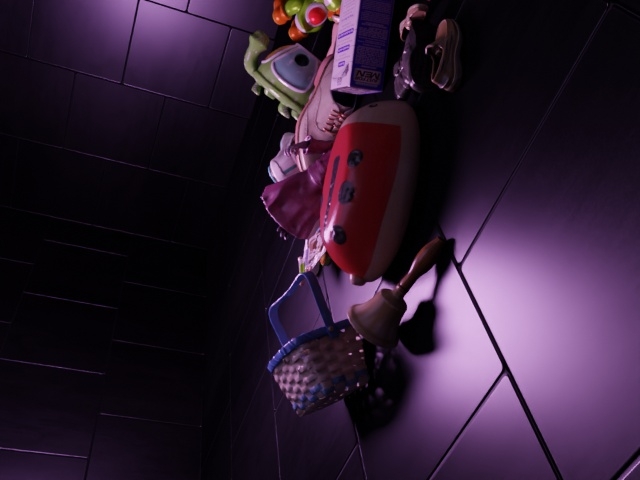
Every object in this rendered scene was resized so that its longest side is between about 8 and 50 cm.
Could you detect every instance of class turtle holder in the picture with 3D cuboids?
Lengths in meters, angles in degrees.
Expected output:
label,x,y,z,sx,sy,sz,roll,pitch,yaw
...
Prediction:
label,x,y,z,sx,sy,sz,roll,pitch,yaw
turtle holder,-0.119,-0.602,2.386,0.320,0.243,0.227,46,106,27

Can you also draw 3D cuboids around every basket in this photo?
label,x,y,z,sx,sy,sz,roll,pitch,yaw
basket,-0.024,0.244,1.543,0.288,0.201,0.255,63,148,15

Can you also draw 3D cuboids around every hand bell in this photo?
label,x,y,z,sx,sy,sz,roll,pitch,yaw
hand bell,0.169,0.087,1.308,0.242,0.126,0.126,-56,24,23

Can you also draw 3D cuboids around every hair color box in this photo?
label,x,y,z,sx,sy,sz,roll,pitch,yaw
hair color box,0.120,-0.588,1.841,0.185,0.110,0.338,-147,64,-72

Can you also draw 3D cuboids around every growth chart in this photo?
label,x,y,z,sx,sy,sz,roll,pitch,yaw
growth chart,0.000,0.000,1.873,0.237,0.021,0.172,-57,18,17

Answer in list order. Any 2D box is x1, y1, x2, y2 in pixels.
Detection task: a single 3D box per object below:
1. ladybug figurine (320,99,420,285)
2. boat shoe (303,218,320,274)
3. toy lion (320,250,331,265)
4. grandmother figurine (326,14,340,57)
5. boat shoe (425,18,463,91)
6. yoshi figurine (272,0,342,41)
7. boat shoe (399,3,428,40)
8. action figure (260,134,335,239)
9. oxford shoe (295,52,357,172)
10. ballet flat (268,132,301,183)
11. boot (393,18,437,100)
label,x,y,z,sx,sy,sz,roll,pitch,yaw
ladybug figurine,0.103,-0.120,1.523,0.305,0.162,0.449,155,126,-69
boat shoe,-0.020,0.018,2.002,0.063,0.066,0.184,-149,63,-71
toy lion,0.020,0.028,1.914,0.100,0.034,0.096,-159,75,-73
grandmother figurine,0.041,-0.555,2.159,0.208,0.104,0.342,-25,-49,-65
boat shoe,0.258,-0.402,1.387,0.068,0.072,0.190,126,152,-52
yoshi figurine,0.018,-0.836,2.244,0.362,0.204,0.203,-11,99,41
boat shoe,0.231,-0.536,1.621,0.135,0.050,0.045,133,143,-77
action figure,0.018,-0.165,1.843,0.370,0.248,0.276,-42,-6,16
oxford shoe,0.023,-0.382,2.024,0.146,0.141,0.396,-145,66,-63
ballet flat,-0.074,-0.299,2.265,0.400,0.139,0.139,-72,3,-64
boot,0.219,-0.381,1.519,0.161,0.084,0.246,112,168,-49
